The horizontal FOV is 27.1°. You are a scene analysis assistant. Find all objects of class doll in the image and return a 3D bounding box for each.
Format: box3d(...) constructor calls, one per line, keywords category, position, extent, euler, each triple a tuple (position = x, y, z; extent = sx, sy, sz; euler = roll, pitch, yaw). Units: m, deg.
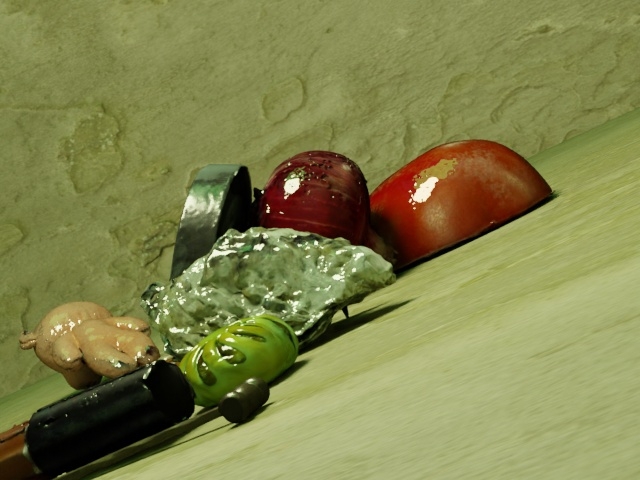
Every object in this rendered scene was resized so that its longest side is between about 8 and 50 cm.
box3d(category="doll", position=(-0.409, 0.217, 2.441), extent=(0.201, 0.156, 0.303), euler=(-17, 25, -36))

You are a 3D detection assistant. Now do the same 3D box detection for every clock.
box3d(category="clock", position=(-0.149, 0.030, 1.806), extent=(0.056, 0.280, 0.280), euler=(9, 6, 6))

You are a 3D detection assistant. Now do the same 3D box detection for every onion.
box3d(category="onion", position=(0.000, 0.000, 1.857), extent=(0.252, 0.219, 0.252), euler=(22, -90, -89))

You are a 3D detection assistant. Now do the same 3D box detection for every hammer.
box3d(category="hammer", position=(-0.175, 0.194, 1.219), extent=(0.292, 0.029, 0.058), euler=(-26, -1, 24))

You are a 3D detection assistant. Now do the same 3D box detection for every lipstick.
box3d(category="lipstick", position=(-0.306, 0.221, 1.331), extent=(0.418, 0.077, 0.077), euler=(-25, 2, 25))

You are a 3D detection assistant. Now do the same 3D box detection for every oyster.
box3d(category="oyster", position=(-0.065, 0.056, 1.516), extent=(0.268, 0.112, 0.198), euler=(-26, 39, -10))

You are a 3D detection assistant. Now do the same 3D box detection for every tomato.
box3d(category="tomato", position=(0.177, -0.064, 2.001), extent=(0.338, 0.143, 0.338), euler=(-27, 0, 0))

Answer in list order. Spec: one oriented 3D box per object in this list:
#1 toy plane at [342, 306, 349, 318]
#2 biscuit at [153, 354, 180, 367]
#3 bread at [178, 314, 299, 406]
box3d(category="toy plane", position=(-0.032, 0.087, 1.621), extent=(0.234, 0.082, 0.160), euler=(-5, 7, 27))
box3d(category="biscuit", position=(-0.269, 0.208, 1.937), extent=(0.138, 0.031, 0.205), euler=(-25, 3, 7))
box3d(category="bread", position=(-0.084, 0.120, 1.357), extent=(0.130, 0.071, 0.139), euler=(-29, -2, 43))
